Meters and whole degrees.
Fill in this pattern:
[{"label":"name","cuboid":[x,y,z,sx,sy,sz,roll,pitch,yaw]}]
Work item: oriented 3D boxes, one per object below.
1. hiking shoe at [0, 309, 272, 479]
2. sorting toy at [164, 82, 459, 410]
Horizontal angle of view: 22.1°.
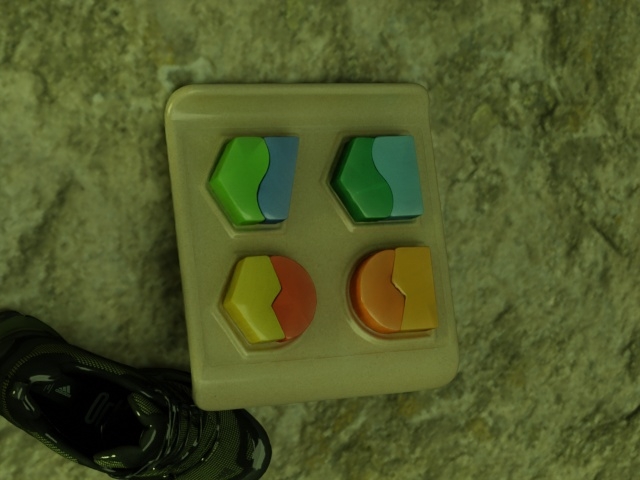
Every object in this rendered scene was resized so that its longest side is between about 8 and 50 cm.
[{"label":"hiking shoe","cuboid":[-0.119,0.125,1.050,0.227,0.114,0.086,24,97,-31]},{"label":"sorting toy","cuboid":[0.000,0.000,1.070,0.193,0.038,0.208,-3,86,-26]}]
